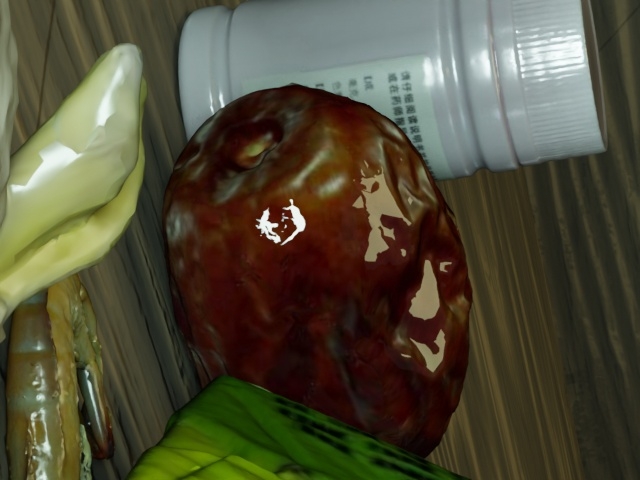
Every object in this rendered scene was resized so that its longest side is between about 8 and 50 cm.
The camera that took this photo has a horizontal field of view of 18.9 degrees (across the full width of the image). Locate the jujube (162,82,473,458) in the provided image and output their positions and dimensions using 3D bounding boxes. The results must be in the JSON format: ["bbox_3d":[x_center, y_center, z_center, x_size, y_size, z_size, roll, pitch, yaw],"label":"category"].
[{"bbox_3d":[-0.002,0.032,1.107,0.183,0.183,0.243,-85,155,-45],"label":"jujube"}]

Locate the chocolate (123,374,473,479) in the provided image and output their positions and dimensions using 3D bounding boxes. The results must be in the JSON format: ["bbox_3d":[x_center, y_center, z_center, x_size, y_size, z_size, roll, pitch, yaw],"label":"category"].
[{"bbox_3d":[0.040,0.196,0.855,0.289,0.300,0.137,-48,163,-81],"label":"chocolate"}]

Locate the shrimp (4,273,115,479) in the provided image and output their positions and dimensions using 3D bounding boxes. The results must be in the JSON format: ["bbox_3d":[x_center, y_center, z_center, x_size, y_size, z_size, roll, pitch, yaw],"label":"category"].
[{"bbox_3d":[-0.115,0.096,0.860,0.124,0.034,0.178,68,15,-71],"label":"shrimp"}]

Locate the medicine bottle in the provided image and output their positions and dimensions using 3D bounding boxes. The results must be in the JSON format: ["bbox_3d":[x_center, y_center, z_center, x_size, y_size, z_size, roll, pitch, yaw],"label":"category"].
[{"bbox_3d":[0.047,-0.099,1.194,0.133,0.249,0.133,-9,90,-78],"label":"medicine bottle"}]

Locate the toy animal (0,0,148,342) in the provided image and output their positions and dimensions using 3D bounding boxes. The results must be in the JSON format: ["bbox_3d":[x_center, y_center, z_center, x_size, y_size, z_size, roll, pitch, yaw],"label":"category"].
[{"bbox_3d":[-0.154,-0.025,0.332,0.358,0.188,0.226,91,22,-49],"label":"toy animal"}]
